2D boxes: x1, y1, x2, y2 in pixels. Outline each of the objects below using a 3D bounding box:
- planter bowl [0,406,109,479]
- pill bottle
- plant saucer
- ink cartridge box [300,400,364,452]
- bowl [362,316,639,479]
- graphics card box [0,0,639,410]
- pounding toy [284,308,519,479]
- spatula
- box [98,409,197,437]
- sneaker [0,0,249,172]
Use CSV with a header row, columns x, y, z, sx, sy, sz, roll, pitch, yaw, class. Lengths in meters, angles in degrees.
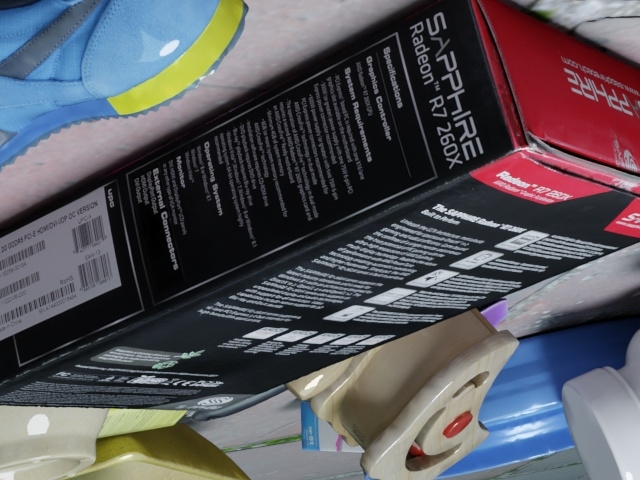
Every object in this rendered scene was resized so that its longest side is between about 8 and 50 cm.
x,y,z,sx,sy,sz,roll,pitch,yaw,class
-0.202,0.102,0.967,0.162,0.109,0.162,-13,163,-4,planter bowl
0.401,0.133,1.364,0.334,0.188,0.188,-21,164,-6,pill bottle
-0.263,0.214,1.334,0.333,0.081,0.333,-16,163,10,plant saucer
0.053,0.180,1.455,0.088,0.052,0.122,4,171,-40,ink cartridge box
0.228,0.175,1.620,0.391,0.077,0.391,-13,163,-4,bowl
0.000,0.000,0.832,0.371,0.094,0.233,-26,160,31,graphics card box
0.056,0.090,1.193,0.154,0.155,0.269,-42,157,-3,pounding toy
0.026,0.112,1.325,0.296,0.030,0.084,-16,162,4,spatula
-0.200,0.117,1.107,0.232,0.058,0.087,-8,162,-23,box
-0.123,-0.075,0.564,0.209,0.069,0.082,-17,132,41,sneaker
